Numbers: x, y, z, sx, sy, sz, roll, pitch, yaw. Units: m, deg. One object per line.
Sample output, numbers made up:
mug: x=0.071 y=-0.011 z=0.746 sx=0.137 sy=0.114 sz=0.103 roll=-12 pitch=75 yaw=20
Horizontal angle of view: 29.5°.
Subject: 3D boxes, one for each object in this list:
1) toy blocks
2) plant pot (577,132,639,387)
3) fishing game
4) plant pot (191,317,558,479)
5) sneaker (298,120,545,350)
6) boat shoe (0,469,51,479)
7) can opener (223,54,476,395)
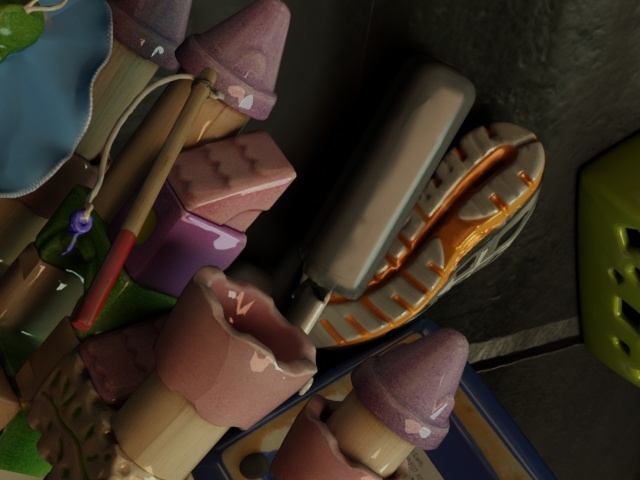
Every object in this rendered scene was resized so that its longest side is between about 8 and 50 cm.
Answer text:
toy blocks: x=-0.097 y=-0.011 z=0.573 sx=0.309 sy=0.289 sz=0.260 roll=25 pitch=110 yaw=-42
plant pot: x=0.361 y=0.026 z=0.991 sx=0.228 sy=0.207 sz=0.227 roll=-28 pitch=136 yaw=-14
fishing game: x=-0.148 y=-0.098 z=0.425 sx=0.264 sy=0.189 sz=0.041 roll=40 pitch=140 yaw=-22
plant pot: x=0.052 y=0.207 z=0.860 sx=0.236 sy=0.236 sz=0.212 roll=-30 pitch=150 yaw=-10
sneaker: x=0.076 y=0.009 z=0.865 sx=0.215 sy=0.084 sz=0.083 roll=-37 pitch=154 yaw=2
boat shoe: x=-0.224 y=0.199 z=0.784 sx=0.117 sy=0.096 sz=0.324 roll=-61 pitch=161 yaw=-46
can opener: x=0.000 y=0.000 z=0.794 sx=0.093 sy=0.074 sz=0.280 roll=32 pitch=99 yaw=-15
